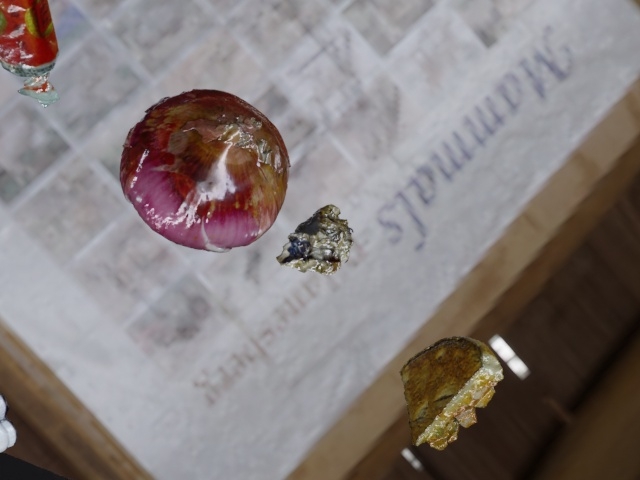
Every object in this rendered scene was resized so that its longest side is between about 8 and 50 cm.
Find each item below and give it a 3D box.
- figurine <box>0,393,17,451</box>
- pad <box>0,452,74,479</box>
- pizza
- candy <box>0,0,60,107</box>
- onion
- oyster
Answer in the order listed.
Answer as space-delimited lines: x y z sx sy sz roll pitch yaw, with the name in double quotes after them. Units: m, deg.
-0.376 0.197 1.412 0.229 0.137 0.112 -18 -173 -42 "figurine"
-0.373 0.390 1.780 0.367 0.247 0.007 -59 167 -50 "pad"
0.140 0.171 1.737 0.134 0.046 0.175 -66 -157 -7 "pizza"
-0.395 -0.295 2.039 0.059 0.086 0.292 -67 160 -44 "candy"
-0.136 -0.100 1.962 0.230 0.230 0.163 -47 178 -29 "onion"
-0.003 -0.007 2.201 0.103 0.051 0.148 2 -151 9 "oyster"
